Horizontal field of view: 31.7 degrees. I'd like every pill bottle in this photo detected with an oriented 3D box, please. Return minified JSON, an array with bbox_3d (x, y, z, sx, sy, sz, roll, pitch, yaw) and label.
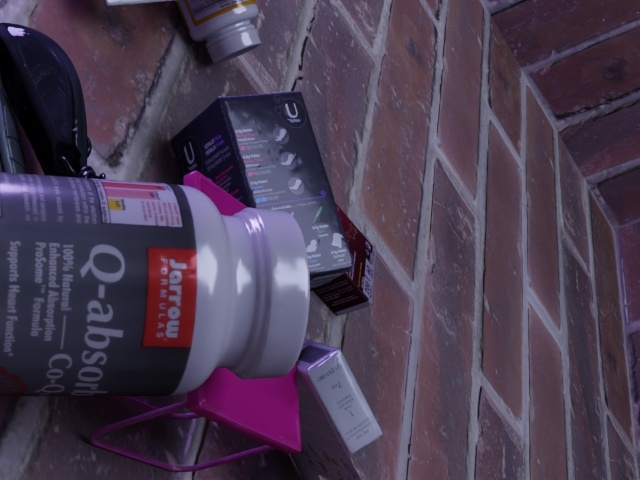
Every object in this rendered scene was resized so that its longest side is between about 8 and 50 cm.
[{"bbox_3d":[-0.208,0.045,1.083,0.363,0.210,0.210,2,63,-21],"label":"pill bottle"},{"bbox_3d":[-0.172,-0.393,1.769,0.215,0.117,0.117,67,26,-5],"label":"pill bottle"}]

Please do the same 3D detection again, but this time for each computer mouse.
[{"bbox_3d":[-0.299,-0.134,1.301,0.072,0.188,0.272,-21,79,-23],"label":"computer mouse"}]

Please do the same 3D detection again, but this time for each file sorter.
[{"bbox_3d":[-0.158,0.109,1.349,0.202,0.182,0.290,36,42,-50],"label":"file sorter"}]

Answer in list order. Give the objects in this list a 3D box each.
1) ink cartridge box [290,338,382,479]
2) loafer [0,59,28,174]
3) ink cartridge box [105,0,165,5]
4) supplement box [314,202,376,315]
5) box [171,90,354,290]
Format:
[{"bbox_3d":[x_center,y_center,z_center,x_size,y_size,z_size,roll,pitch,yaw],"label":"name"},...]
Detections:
[{"bbox_3d":[0.002,0.244,1.500,0.060,0.275,0.239,-32,103,-19],"label":"ink cartridge box"},{"bbox_3d":[-0.386,-0.144,1.242,0.096,0.084,0.267,116,-40,-82],"label":"loafer"},{"bbox_3d":[-0.270,-0.514,1.616,0.308,0.091,0.385,-19,90,-47],"label":"ink cartridge box"},{"bbox_3d":[0.000,0.000,1.863,0.239,0.073,0.130,48,33,-35],"label":"supplement box"},{"bbox_3d":[-0.085,-0.055,1.588,0.143,0.165,0.270,-10,79,-36],"label":"box"}]
